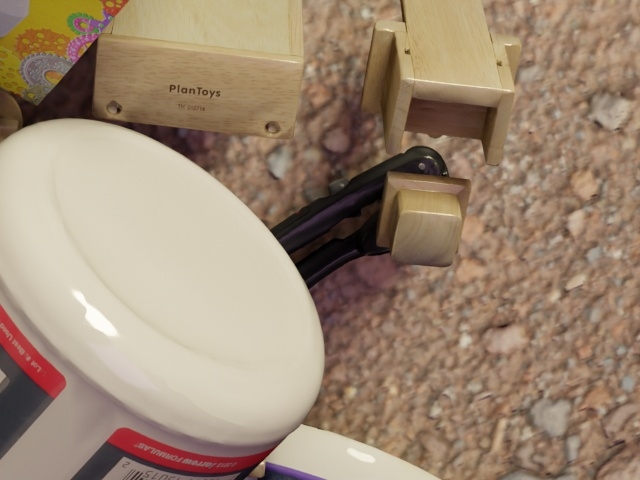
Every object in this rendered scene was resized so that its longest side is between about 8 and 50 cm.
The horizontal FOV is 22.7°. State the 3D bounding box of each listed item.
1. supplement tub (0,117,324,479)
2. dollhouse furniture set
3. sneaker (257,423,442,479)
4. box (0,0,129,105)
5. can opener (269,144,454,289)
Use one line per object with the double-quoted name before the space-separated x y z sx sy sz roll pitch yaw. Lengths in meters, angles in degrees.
"supplement tub" -0.146 0.092 0.782 0.191 0.191 0.272 34 117 -21
"dollhouse furniture set" -0.067 0.007 0.946 0.303 0.174 0.355 6 124 -5
"sneaker" 0.043 0.284 1.000 0.323 0.130 0.236 39 70 -26
"box" -0.180 -0.270 0.726 0.290 0.177 0.279 29 52 -20
"can opener" 0.000 0.000 0.982 0.186 0.073 0.059 -27 83 6
